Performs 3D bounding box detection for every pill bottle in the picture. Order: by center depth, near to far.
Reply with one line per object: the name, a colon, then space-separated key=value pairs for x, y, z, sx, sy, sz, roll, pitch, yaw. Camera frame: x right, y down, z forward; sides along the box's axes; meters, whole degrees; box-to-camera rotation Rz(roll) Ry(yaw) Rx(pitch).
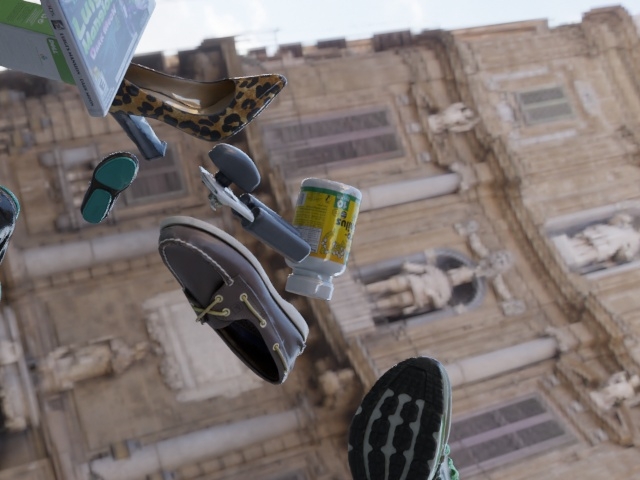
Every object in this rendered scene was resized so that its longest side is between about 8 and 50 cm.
pill bottle: x=0.000 y=0.000 z=1.735 sx=0.117 sy=0.117 sz=0.209 roll=-3 pitch=-108 yaw=68

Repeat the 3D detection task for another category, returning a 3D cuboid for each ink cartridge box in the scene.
ink cartridge box: x=-0.433 y=-0.315 z=1.508 sx=0.109 sy=0.209 sz=0.062 roll=87 pitch=22 yaw=-56

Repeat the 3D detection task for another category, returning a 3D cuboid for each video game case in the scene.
video game case: x=-0.225 y=-0.254 z=0.969 sx=0.173 sy=0.022 sz=0.190 roll=77 pitch=20 yaw=-49

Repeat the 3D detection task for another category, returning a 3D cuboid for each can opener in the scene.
can opener: x=-0.098 y=-0.050 z=1.533 sx=0.280 sy=0.093 sz=0.074 roll=43 pitch=8 yaw=-49

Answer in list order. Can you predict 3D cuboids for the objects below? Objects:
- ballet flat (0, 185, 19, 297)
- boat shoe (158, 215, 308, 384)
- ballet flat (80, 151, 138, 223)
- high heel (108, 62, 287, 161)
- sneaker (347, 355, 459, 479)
ballet flat: x=-0.491 y=0.034 z=1.304 sx=0.095 sy=0.096 sz=0.280 roll=35 pitch=-48 yaw=8
boat shoe: x=-0.132 y=0.093 z=1.390 sx=0.116 sy=0.097 sz=0.324 roll=-8 pitch=-43 yaw=33
ballet flat: x=-0.390 y=-0.113 z=1.749 sx=0.203 sy=0.074 sz=0.074 roll=-48 pitch=-125 yaw=40
high heel: x=-0.196 y=-0.231 z=1.382 sx=0.093 sy=0.261 sz=0.186 roll=-100 pitch=164 yaw=-48
sneaker: x=0.146 y=0.360 z=1.414 sx=0.158 sy=0.182 sz=0.411 roll=18 pitch=-73 yaw=39
